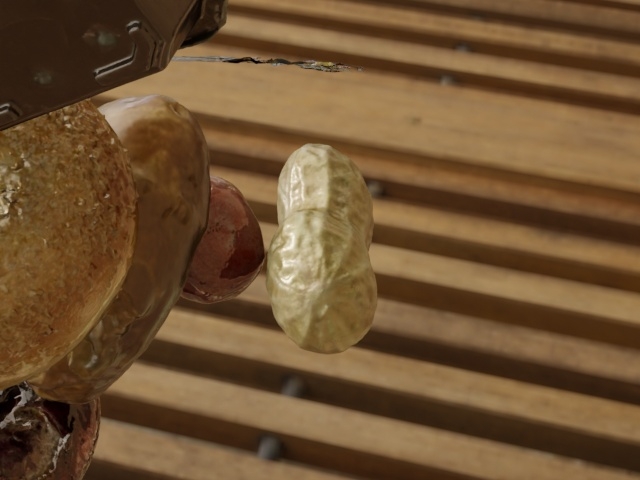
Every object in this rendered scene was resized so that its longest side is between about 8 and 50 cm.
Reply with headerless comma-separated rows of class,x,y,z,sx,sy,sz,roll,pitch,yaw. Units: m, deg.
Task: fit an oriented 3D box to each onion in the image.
onion,-0.407,0.245,1.772,0.314,0.314,0.232,-66,-33,-43

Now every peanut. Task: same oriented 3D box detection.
peanut,0.000,0.000,1.667,0.298,0.120,0.136,-89,-20,-49

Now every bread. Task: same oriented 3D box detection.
bread,-0.293,-0.018,1.154,0.159,0.306,0.305,144,142,-74

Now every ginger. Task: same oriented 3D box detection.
ginger,-0.205,0.015,1.362,0.172,0.165,0.321,-111,44,-78

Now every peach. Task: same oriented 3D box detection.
peach,-0.150,0.004,1.655,0.152,0.152,0.152,11,-90,-76

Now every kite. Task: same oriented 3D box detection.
kite,-0.082,-0.219,1.784,0.152,0.285,0.015,-157,71,-63

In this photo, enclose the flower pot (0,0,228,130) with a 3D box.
flower pot,-0.191,-0.150,0.949,0.179,0.251,0.084,52,-144,-36
